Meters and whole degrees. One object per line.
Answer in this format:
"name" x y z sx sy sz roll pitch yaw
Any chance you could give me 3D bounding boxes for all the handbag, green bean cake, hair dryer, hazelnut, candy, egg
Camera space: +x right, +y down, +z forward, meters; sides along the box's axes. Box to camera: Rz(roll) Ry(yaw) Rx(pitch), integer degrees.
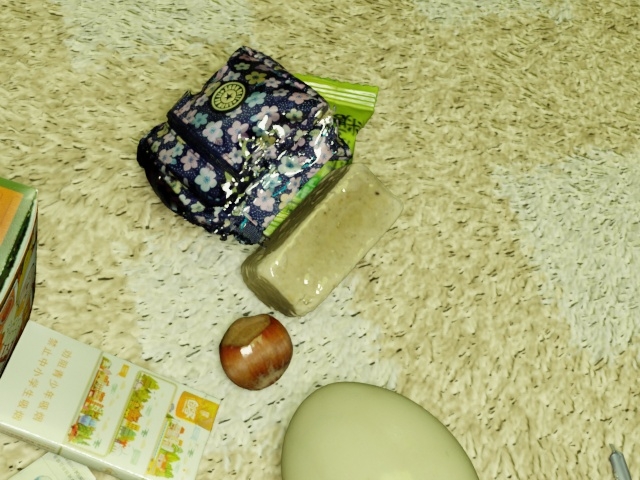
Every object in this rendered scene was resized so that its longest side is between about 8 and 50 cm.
"handbag" -0.098 -0.108 1.207 0.207 0.127 0.228 -41 49 -5
"green bean cake" 0.000 0.000 1.207 0.085 0.109 0.179 46 72 -12
"hair dryer" 0.345 0.284 1.220 0.063 0.037 0.114 0 55 -14
"hazelnut" -0.071 0.122 1.168 0.086 0.086 0.086 7 61 -12
"candy" -0.013 -0.105 1.309 0.148 0.069 0.246 15 60 -10
"egg" 0.059 0.251 1.066 0.186 0.186 0.242 -26 61 -26

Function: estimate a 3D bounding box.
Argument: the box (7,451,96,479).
"box" -0.274 0.246 1.068 0.083 0.024 0.054 -34 77 -29

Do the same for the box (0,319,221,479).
"box" -0.221 0.175 1.099 0.220 0.032 0.122 24 50 -8

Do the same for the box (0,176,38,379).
"box" -0.368 0.047 1.050 0.148 0.195 0.178 18 58 -6
